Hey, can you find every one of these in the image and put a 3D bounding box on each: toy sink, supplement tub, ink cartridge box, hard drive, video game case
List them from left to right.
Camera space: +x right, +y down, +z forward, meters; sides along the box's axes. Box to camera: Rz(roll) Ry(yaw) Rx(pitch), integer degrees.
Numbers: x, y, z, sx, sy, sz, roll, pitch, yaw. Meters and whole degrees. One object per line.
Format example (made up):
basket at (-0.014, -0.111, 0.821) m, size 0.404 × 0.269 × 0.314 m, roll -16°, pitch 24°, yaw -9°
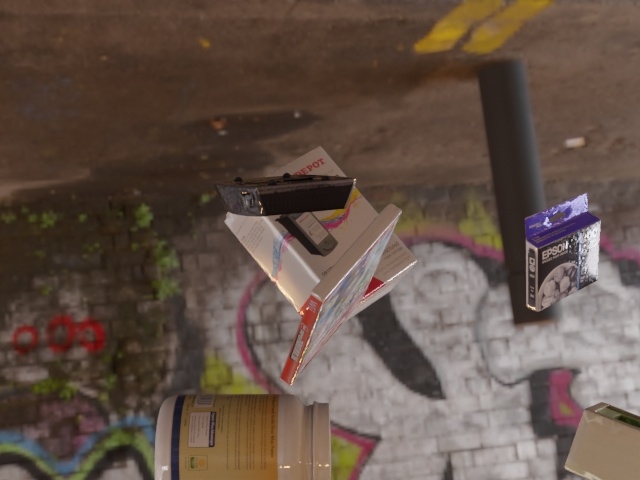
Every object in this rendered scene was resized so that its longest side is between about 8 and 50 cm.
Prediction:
supplement tub at (-0.139, 0.401, 1.970) m, size 0.316 × 0.228 × 0.228 m, roll 0°, pitch 171°, yaw 1°
hard drive at (-0.061, -0.072, 1.616) m, size 0.172 × 0.054 × 0.255 m, roll -6°, pitch -173°, yaw -19°
ink cartridge box at (0.000, 0.000, 2.028) m, size 0.226 × 0.306 × 0.131 m, roll -33°, pitch 169°, yaw -37°
video game case at (0.027, 0.087, 1.588) m, size 0.204 × 0.025 × 0.285 m, roll -47°, pitch 167°, yaw -32°
ink cartridge box at (0.520, 0.022, 2.255) m, size 0.206 × 0.208 × 0.045 m, roll -22°, pitch -153°, yaw -33°
toy sink at (0.592, 0.395, 1.922) m, size 0.234 × 0.131 × 0.153 m, roll 21°, pitch -173°, yaw 27°
